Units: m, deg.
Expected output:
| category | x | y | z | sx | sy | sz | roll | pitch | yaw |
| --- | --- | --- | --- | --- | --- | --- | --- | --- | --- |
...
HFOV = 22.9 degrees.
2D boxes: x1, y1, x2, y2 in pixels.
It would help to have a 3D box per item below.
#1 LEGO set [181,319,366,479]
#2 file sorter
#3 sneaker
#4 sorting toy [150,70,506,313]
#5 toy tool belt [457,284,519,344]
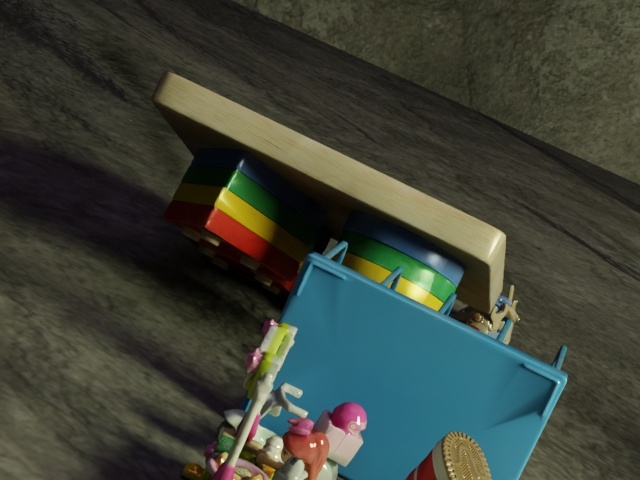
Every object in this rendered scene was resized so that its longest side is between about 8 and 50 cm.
| category | x | y | z | sx | sy | sz | roll | pitch | yaw |
| --- | --- | --- | --- | --- | --- | --- | --- | --- | --- |
| LEGO set | -0.001 | 0.126 | 0.780 | 0.132 | 0.107 | 0.287 | 18 | 15 | -21 |
| file sorter | 0.057 | 0.087 | 0.994 | 0.170 | 0.118 | 0.104 | 26 | 15 | 8 |
| sneaker | 0.070 | 0.173 | 0.885 | 0.042 | 0.067 | 0.118 | 19 | 44 | -26 |
| sorting toy | 0.000 | 0.000 | 1.164 | 0.257 | 0.089 | 0.255 | 26 | -7 | 10 |
| toy tool belt | 0.146 | 0.064 | 1.376 | 0.052 | 0.051 | 0.083 | 29 | 15 | 20 |
